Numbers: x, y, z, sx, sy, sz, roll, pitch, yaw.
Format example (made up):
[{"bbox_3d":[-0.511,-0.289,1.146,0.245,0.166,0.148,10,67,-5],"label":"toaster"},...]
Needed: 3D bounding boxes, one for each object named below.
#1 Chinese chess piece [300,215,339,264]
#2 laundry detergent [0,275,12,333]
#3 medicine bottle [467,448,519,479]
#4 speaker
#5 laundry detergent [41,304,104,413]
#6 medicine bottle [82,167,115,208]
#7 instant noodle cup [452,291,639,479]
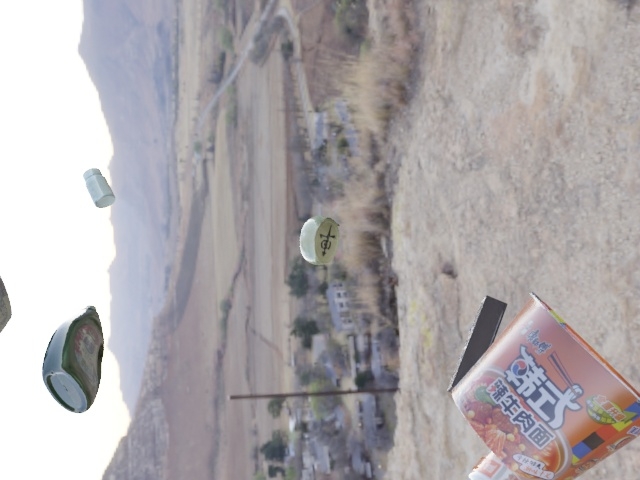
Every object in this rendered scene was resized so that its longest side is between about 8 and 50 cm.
[{"bbox_3d":[0.000,0.000,1.097,0.034,0.084,0.084,7,100,34],"label":"Chinese chess piece"},{"bbox_3d":[-0.707,0.122,1.231,0.280,0.105,0.214,-93,-14,-80],"label":"laundry detergent"},{"bbox_3d":[0.366,0.471,1.254,0.144,0.252,0.144,39,161,16],"label":"medicine bottle"},{"bbox_3d":[0.287,0.194,1.191,0.040,0.046,0.191,92,-156,-65],"label":"speaker"},{"bbox_3d":[-0.425,0.196,1.156,0.210,0.063,0.137,-101,-8,-58],"label":"laundry detergent"},{"bbox_3d":[-0.474,-0.112,1.389,0.083,0.047,0.047,58,152,23],"label":"medicine bottle"},{"bbox_3d":[0.326,0.226,0.939,0.192,0.250,0.250,-45,29,9],"label":"instant noodle cup"}]
